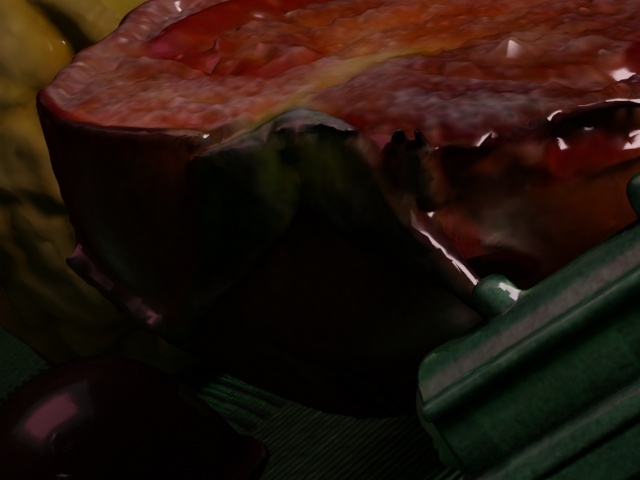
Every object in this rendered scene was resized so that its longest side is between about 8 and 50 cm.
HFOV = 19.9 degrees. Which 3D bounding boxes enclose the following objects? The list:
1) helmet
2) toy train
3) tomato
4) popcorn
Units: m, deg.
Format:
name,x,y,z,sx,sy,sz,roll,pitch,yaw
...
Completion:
name,x,y,z,sx,sy,sz,roll,pitch,yaw
helmet,-0.118,0.113,0.938,0.155,0.106,0.175,-37,4,3
toy train,0.098,0.029,0.452,0.170,0.111,0.071,-35,4,18
tomato,0.048,-0.022,0.760,0.309,0.170,0.309,-3,24,1
popcorn,-0.112,-0.100,1.225,0.344,0.354,0.390,-33,-18,-35
